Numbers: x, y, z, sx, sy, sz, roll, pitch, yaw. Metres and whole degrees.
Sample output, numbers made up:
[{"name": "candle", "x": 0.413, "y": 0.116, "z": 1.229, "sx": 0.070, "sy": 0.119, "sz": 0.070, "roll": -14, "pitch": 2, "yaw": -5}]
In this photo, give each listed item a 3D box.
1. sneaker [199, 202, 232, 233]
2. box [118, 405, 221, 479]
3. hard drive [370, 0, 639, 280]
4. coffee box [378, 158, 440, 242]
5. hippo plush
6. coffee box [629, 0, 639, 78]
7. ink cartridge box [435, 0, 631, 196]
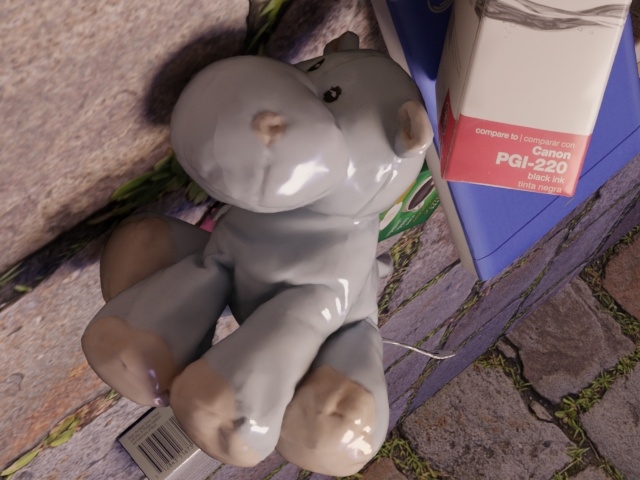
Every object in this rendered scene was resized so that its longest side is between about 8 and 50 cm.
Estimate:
[{"name": "sneaker", "x": -0.024, "y": -0.027, "z": 1.038, "sx": 0.178, "sy": 0.072, "sz": 0.077, "roll": -36, "pitch": 175, "yaw": -4}, {"name": "box", "x": -0.142, "y": 0.214, "z": 1.372, "sx": 0.126, "sy": 0.072, "sz": 0.137, "roll": -40, "pitch": 164, "yaw": -10}, {"name": "hard drive", "x": 0.165, "y": -0.135, "z": 1.004, "sx": 0.210, "sy": 0.040, "sz": 0.318, "roll": -39, "pitch": 138, "yaw": -14}, {"name": "coffee box", "x": 0.078, "y": -0.048, "z": 1.278, "sx": 0.184, "sy": 0.040, "sz": 0.113, "roll": -23, "pitch": 153, "yaw": -50}, {"name": "hippo plush", "x": 0.000, "y": 0.000, "z": 0.832, "sx": 0.294, "sy": 0.234, "sz": 0.236, "roll": 1, "pitch": 129, "yaw": -27}, {"name": "coffee box", "x": 0.259, "y": -0.158, "z": 1.222, "sx": 0.297, "sy": 0.119, "sz": 0.168, "roll": -38, "pitch": 147, "yaw": -20}, {"name": "ink cartridge box", "x": 0.138, "y": -0.161, "z": 0.796, "sx": 0.158, "sy": 0.092, "sz": 0.217, "roll": -84, "pitch": -178, "yaw": -59}]
